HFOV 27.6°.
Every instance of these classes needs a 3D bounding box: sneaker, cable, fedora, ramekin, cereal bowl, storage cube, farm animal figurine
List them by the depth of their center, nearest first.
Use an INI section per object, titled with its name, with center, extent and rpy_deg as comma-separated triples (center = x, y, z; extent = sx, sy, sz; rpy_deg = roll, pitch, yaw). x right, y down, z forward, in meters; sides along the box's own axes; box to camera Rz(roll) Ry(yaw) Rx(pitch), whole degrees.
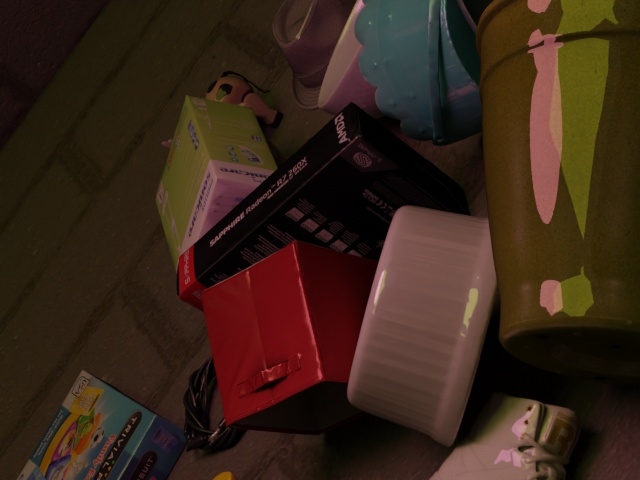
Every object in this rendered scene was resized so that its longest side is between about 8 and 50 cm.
[sneaker]
center = 0.230, 0.257, 1.383
extent = 0.169, 0.108, 0.292
rpy_deg = -58, 28, 1
[ramekin]
center = 0.124, 0.091, 1.531
extent = 0.277, 0.135, 0.277
rpy_deg = 15, -90, -85
[storage cube]
center = -0.017, 0.134, 1.716
extent = 0.184, 0.215, 0.193
rpy_deg = -29, 63, 34
[cable]
center = -0.154, 0.237, 2.017
extent = 0.150, 0.047, 0.184
rpy_deg = -28, 38, 38
[cereal bowl]
center = 0.129, -0.332, 2.040
extent = 0.339, 0.141, 0.339
rpy_deg = -61, 11, 20
[farm animal figurine]
center = -0.181, -0.173, 2.342
extent = 0.330, 0.172, 0.326
rpy_deg = -25, 41, 41
[fedora]
center = -0.003, -0.385, 2.347
extent = 0.244, 0.124, 0.275
rpy_deg = -20, 44, 46

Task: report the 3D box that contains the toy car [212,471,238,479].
[toy car]
center = -0.119, 0.441, 1.757
extent = 0.225, 0.053, 0.239
rpy_deg = 0, 61, 55

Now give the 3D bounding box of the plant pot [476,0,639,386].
[plant pot]
center = 0.325, -0.042, 1.356
extent = 0.366, 0.366, 0.353
rpy_deg = -13, 63, 50

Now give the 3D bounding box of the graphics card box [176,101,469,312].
[graphics card box]
center = 0.000, 0.000, 1.847
extent = 0.371, 0.233, 0.094
rpy_deg = -41, 32, 25

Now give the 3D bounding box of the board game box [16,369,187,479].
[board game box]
center = -0.375, 0.375, 2.166
extent = 0.336, 0.079, 0.253
rpy_deg = 14, 72, 59

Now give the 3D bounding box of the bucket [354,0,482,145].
[bucket]
center = 0.203, -0.280, 1.786
extent = 0.183, 0.281, 0.281
rpy_deg = -12, 50, 55

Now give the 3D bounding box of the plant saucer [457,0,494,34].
[plant saucer]
center = 0.287, -0.343, 1.700
extent = 0.044, 0.317, 0.317
rpy_deg = -25, 40, 57

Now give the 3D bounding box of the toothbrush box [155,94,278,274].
[toothbrush box]
center = -0.163, -0.071, 2.062
extent = 0.283, 0.122, 0.206
rpy_deg = -114, 38, -55
